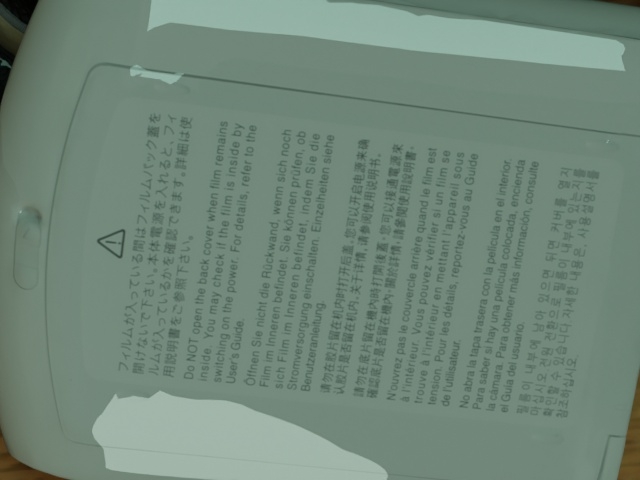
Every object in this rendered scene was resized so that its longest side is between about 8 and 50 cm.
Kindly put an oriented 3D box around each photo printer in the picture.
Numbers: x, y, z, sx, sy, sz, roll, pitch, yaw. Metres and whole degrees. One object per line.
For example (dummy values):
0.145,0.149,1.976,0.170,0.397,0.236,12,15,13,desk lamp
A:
0.000,0.000,0.718,0.307,0.107,0.256,6,102,-8,photo printer

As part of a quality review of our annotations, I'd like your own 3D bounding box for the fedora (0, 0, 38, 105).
-0.089,-0.221,0.806,0.334,0.152,0.334,3,70,-9,fedora
